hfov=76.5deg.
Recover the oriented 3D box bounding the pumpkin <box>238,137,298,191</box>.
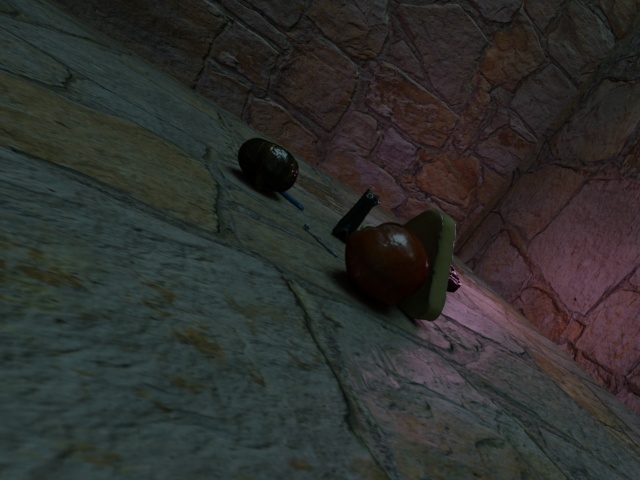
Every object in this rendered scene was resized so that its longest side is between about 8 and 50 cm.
[{"bbox_3d":[-0.219,-0.294,1.673,0.260,0.189,0.260,26,-7,4],"label":"pumpkin"}]

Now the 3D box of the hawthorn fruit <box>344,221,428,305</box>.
[{"bbox_3d":[0.212,0.064,1.299,0.284,0.284,0.284,33,14,-9],"label":"hawthorn fruit"}]

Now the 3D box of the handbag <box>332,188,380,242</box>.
[{"bbox_3d":[0.170,-0.122,1.859,0.089,0.238,0.326,40,14,-1],"label":"handbag"}]

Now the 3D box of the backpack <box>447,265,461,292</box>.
[{"bbox_3d":[0.627,0.181,2.101,0.229,0.139,0.229,32,15,-10],"label":"backpack"}]

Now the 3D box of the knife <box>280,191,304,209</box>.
[{"bbox_3d":[-0.187,-0.228,1.824,0.296,0.026,0.044,41,18,13],"label":"knife"}]

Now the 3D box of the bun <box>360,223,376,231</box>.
[{"bbox_3d":[0.254,-0.034,2.102,0.115,0.069,0.115,18,35,-14],"label":"bun"}]

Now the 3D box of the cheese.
[{"bbox_3d":[0.308,0.080,1.492,0.104,0.384,0.384,15,23,-35],"label":"cheese"}]

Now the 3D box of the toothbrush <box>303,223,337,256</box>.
[{"bbox_3d":[0.000,0.000,1.514,0.193,0.019,0.013,44,16,27],"label":"toothbrush"}]
